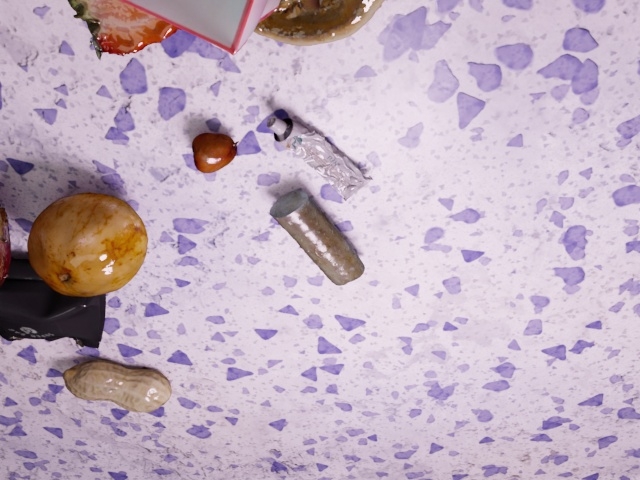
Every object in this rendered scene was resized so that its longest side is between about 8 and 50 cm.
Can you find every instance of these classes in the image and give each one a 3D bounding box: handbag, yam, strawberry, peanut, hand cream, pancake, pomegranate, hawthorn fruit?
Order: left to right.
[{"bbox_3d":[-0.687,0.176,1.550,0.342,0.152,0.288,6,143,-1],"label":"handbag"},{"bbox_3d":[-0.486,0.007,1.337,0.248,0.248,0.248,1,132,1],"label":"pomegranate"},{"bbox_3d":[-0.563,0.404,1.758,0.298,0.120,0.136,15,126,-7],"label":"peanut"},{"bbox_3d":[-0.299,-0.412,1.034,0.228,0.098,0.174,-20,129,15],"label":"strawberry"},{"bbox_3d":[-0.206,-0.175,1.254,0.093,0.081,0.081,-7,132,-8],"label":"hawthorn fruit"},{"bbox_3d":[-0.042,-0.467,0.989,0.356,0.065,0.356,5,132,6],"label":"pancake"},{"bbox_3d":[-0.009,-0.171,1.271,0.257,0.050,0.084,32,127,-32],"label":"hand cream"},{"bbox_3d":[0.000,0.000,1.395,0.093,0.093,0.259,-25,126,22],"label":"yam"}]

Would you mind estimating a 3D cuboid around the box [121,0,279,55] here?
[{"bbox_3d":[-0.161,-0.465,0.786,0.312,0.300,0.314,24,119,-4],"label":"box"}]

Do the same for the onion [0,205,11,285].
[{"bbox_3d":[-0.834,0.015,1.257,0.385,0.348,0.348,-22,129,-2],"label":"onion"}]
